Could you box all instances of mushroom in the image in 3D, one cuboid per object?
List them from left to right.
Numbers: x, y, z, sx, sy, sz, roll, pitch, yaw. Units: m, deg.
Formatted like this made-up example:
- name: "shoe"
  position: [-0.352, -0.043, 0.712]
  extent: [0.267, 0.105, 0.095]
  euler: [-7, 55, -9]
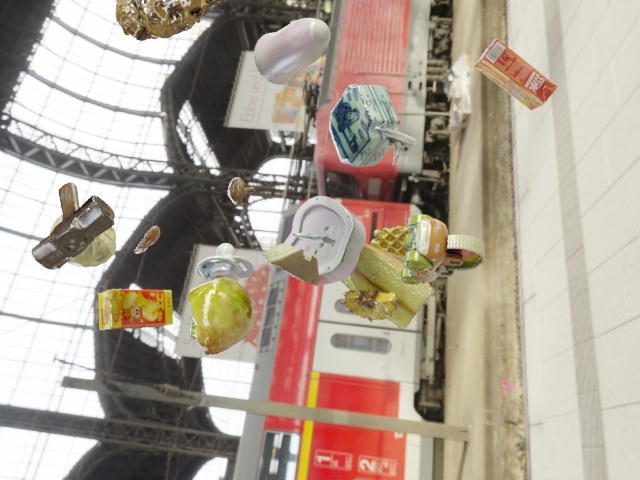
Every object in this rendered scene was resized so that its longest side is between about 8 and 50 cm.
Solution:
- name: "mushroom"
  position: [-0.253, -0.152, 1.524]
  extent: [0.129, 0.073, 0.088]
  euler: [-18, -91, -77]

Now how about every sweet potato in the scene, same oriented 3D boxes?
- name: "sweet potato"
  position: [-0.711, 0.009, 1.962]
  extent: [0.214, 0.050, 0.050]
  euler: [-38, 26, 35]

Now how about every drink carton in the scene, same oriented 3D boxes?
- name: "drink carton"
  position: [0.563, -0.478, 1.398]
  extent: [0.071, 0.223, 0.096]
  euler: [-53, 0, 5]

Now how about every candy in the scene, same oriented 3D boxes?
- name: "candy"
  position: [-0.705, 0.266, 1.857]
  extent: [0.276, 0.088, 0.146]
  euler: [7, -109, -54]

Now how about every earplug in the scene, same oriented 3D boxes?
- name: "earplug"
  position: [-0.073, -0.617, 1.533]
  extent: [0.301, 0.172, 0.172]
  euler: [5, 90, 58]

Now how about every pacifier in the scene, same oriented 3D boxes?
- name: "pacifier"
  position: [-0.461, 0.097, 2.320]
  extent: [0.227, 0.279, 0.207]
  euler: [66, -162, -48]

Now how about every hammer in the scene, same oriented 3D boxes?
- name: "hammer"
  position: [-0.772, -0.087, 1.504]
  extent: [0.095, 0.242, 0.409]
  euler: [49, 178, -38]

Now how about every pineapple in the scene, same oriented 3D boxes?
- name: "pineapple"
  position: [0.204, 0.264, 1.904]
  extent: [0.135, 0.233, 0.079]
  euler: [63, -142, -40]

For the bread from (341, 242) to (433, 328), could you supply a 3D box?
- name: "bread"
  position: [0.229, 0.168, 1.991]
  extent: [0.233, 0.362, 0.245]
  euler: [-60, 19, 24]

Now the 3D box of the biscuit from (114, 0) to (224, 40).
- name: "biscuit"
  position: [-0.377, -0.636, 1.220]
  extent: [0.081, 0.334, 0.289]
  euler: [57, -161, -57]

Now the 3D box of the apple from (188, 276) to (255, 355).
- name: "apple"
  position: [-0.347, 0.243, 1.606]
  extent: [0.246, 0.246, 0.226]
  euler: [-62, -51, -75]

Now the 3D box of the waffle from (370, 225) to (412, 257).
- name: "waffle"
  position: [0.375, 0.084, 2.347]
  extent: [0.060, 0.307, 0.312]
  euler: [-49, -32, -71]

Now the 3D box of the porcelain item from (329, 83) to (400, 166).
- name: "porcelain item"
  position: [0.165, -0.461, 1.938]
  extent: [0.286, 0.157, 0.281]
  euler: [-45, 58, 53]

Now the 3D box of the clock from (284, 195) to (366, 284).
- name: "clock"
  position: [0.000, 0.000, 1.822]
  extent: [0.102, 0.338, 0.338]
  euler: [35, -123, -52]

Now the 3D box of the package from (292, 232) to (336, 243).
- name: "package"
  position: [-0.015, -0.005, 1.064]
  extent: [0.037, 0.110, 0.015]
  euler: [24, -103, -43]

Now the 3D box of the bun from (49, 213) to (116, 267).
- name: "bun"
  position: [-0.793, -0.017, 1.614]
  extent: [0.127, 0.222, 0.222]
  euler: [122, 161, -53]

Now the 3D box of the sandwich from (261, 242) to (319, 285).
- name: "sandwich"
  position: [-0.084, 0.069, 1.588]
  extent: [0.244, 0.090, 0.088]
  euler: [32, -97, -47]

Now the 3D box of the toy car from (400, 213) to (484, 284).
- name: "toy car"
  position: [0.341, 0.040, 1.343]
  extent: [0.235, 0.235, 0.145]
  euler: [83, -165, -64]

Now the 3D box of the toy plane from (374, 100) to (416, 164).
- name: "toy plane"
  position: [0.248, -0.347, 1.590]
  extent: [0.226, 0.058, 0.226]
  euler: [11, -111, -53]
